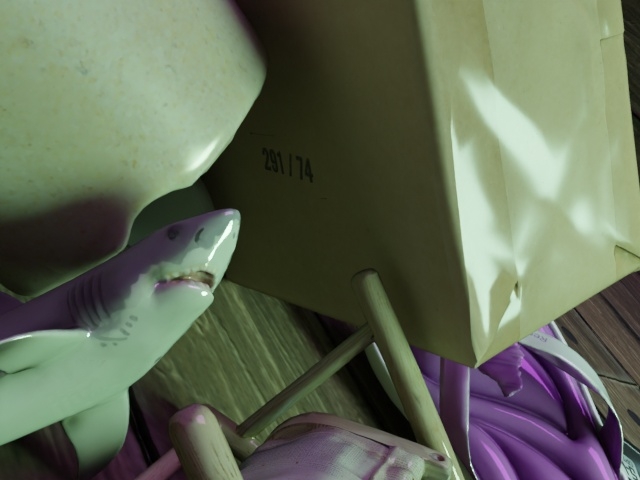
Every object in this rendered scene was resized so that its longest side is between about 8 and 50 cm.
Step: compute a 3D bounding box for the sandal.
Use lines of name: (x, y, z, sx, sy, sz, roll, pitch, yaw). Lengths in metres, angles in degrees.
sandal: (0.168, 0.141, 0.740, 0.170, 0.102, 0.416, -20, 63, -19)

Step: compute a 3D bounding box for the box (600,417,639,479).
box: (0.340, 0.317, 0.894, 0.307, 0.076, 0.242, 38, 21, -15)

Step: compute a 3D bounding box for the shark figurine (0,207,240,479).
shark figurine: (-0.186, 0.051, 0.428, 0.278, 0.166, 0.116, -11, 47, -37)

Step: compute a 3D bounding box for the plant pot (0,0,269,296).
plant pot: (-0.205, -0.145, 0.511, 0.305, 0.334, 0.333, 45, 17, -25)

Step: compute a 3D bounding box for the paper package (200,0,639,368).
paper package: (0.037, -0.103, 0.650, 0.168, 0.309, 0.325, -24, 21, -29)

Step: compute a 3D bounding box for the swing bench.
swing bench: (0.016, 0.180, 0.450, 0.254, 0.165, 0.253, 50, 20, 4)

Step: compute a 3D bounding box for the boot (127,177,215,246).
boot: (-0.163, -0.094, 0.748, 0.258, 0.095, 0.123, 44, 27, 7)
